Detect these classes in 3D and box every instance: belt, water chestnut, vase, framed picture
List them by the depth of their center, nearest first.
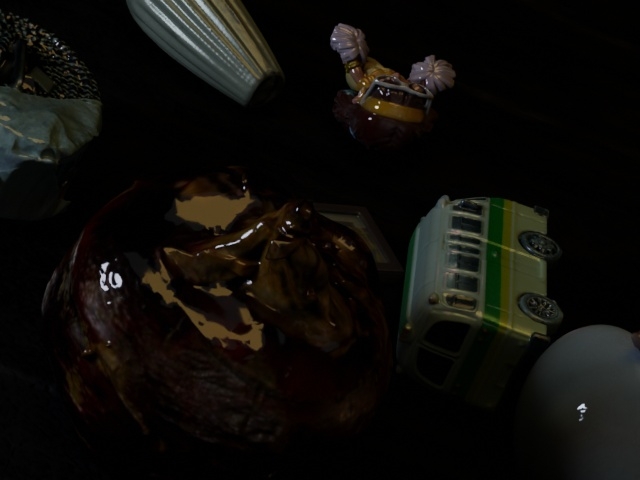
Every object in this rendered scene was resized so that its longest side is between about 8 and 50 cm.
[{"bbox_3d":[-0.076,0.063,1.699,0.335,0.347,0.335,19,40,-17],"label":"water chestnut"},{"bbox_3d":[-0.348,-0.134,1.995,0.207,0.150,0.257,22,31,-20],"label":"belt"},{"bbox_3d":[0.000,0.000,2.130,0.168,0.023,0.128,4,36,-28],"label":"framed picture"},{"bbox_3d":[-0.144,-0.272,2.360,0.248,0.128,0.128,48,38,19],"label":"vase"}]

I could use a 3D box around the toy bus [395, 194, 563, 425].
[{"bbox_3d":[0.173,0.060,2.045,0.164,0.134,0.276,19,32,-6],"label":"toy bus"}]

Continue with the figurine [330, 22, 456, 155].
[{"bbox_3d":[0.082,-0.191,2.384,0.174,0.116,0.240,17,26,-13],"label":"figurine"}]

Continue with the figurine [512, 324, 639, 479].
[{"bbox_3d":[0.321,0.195,1.952,0.205,0.225,0.382,9,3,17],"label":"figurine"}]
